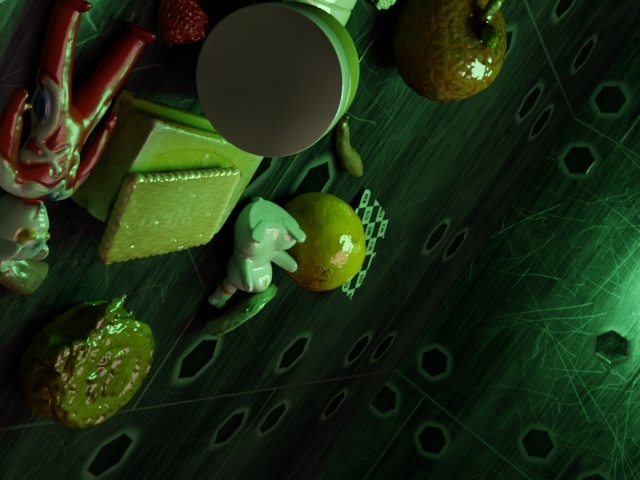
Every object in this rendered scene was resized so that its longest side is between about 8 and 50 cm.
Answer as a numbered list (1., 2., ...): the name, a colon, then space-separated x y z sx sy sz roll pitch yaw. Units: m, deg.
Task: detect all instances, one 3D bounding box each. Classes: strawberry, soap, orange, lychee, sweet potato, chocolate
1. strawberry: -0.196 -0.315 1.072 0.073 0.073 0.083 -41 141 -25
2. soap: -0.239 -0.113 1.251 0.199 0.091 0.315 -59 157 11
3. orange: -0.002 0.002 1.686 0.193 0.219 0.219 -1 130 -27
4. lychee: 0.274 -0.417 1.565 0.255 0.300 0.255 7 81 -44
5. sweet potato: 0.060 -0.209 1.724 0.050 0.050 0.214 -46 150 -14
6. chocolate: -0.452 0.050 1.158 0.064 0.031 0.100 -53 156 -10

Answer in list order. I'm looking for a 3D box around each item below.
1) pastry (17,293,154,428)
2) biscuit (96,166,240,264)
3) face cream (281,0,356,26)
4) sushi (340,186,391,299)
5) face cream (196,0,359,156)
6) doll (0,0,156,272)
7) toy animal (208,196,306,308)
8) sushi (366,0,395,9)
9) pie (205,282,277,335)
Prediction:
1. pastry: -0.421 0.212 1.348 0.240 0.132 0.235 -50 149 -23
2. biscuit: -0.234 -0.046 1.203 0.250 0.030 0.160 -15 137 -55
3. face cream: -0.034 -0.339 1.313 0.173 0.081 0.348 -12 134 -58
4. sushi: 0.088 0.007 2.080 0.264 0.050 0.290 -64 156 -10
5. face cream: -0.058 -0.250 1.164 0.218 0.218 0.179 -62 180 21
6. doll: -0.356 -0.129 1.015 0.384 0.099 0.188 -61 156 12
7. toy animal: -0.135 0.051 1.606 0.140 0.138 0.282 -14 135 -38
8. sushi: 0.110 -0.490 1.372 0.090 0.078 0.150 -38 154 -30
9. pie: -0.179 0.149 1.704 0.187 0.041 0.187 -32 -171 6
